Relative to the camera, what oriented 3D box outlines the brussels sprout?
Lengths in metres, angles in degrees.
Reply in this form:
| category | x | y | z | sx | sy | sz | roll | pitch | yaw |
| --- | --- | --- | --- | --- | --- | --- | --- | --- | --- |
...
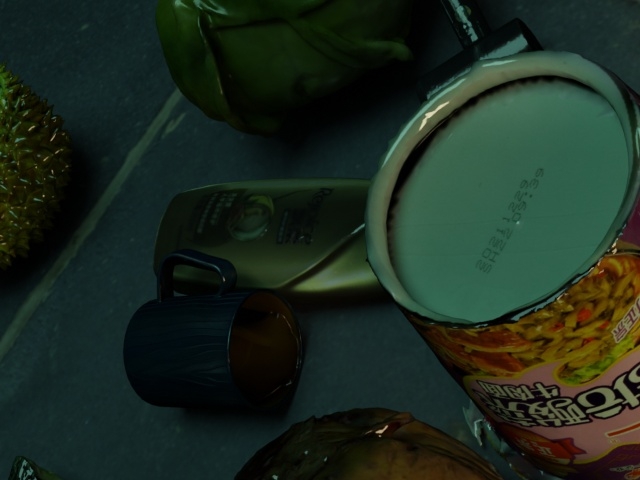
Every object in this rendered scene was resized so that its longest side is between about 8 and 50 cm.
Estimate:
| category | x | y | z | sx | sy | sz | roll | pitch | yaw |
| --- | --- | --- | --- | --- | --- | --- | --- | --- | --- |
| brussels sprout | -0.034 | -0.248 | 1.989 | 0.259 | 0.227 | 0.294 | -11 | 62 | 30 |

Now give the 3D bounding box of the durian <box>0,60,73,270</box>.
| category | x | y | z | sx | sy | sz | roll | pitch | yaw |
| --- | --- | --- | --- | --- | --- | --- | --- | --- | --- |
| durian | -0.372 | -0.069 | 2.163 | 0.237 | 0.176 | 0.200 | -48 | 55 | 8 |

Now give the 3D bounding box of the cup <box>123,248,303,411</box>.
| category | x | y | z | sx | sy | sz | roll | pitch | yaw |
| --- | --- | --- | --- | --- | --- | --- | --- | --- | --- |
| cup | -0.103 | 0.090 | 1.902 | 0.138 | 0.113 | 0.150 | -3 | 72 | 36 |

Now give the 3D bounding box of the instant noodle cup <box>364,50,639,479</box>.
| category | x | y | z | sx | sy | sz | roll | pitch | yaw |
| --- | --- | --- | --- | --- | --- | --- | --- | --- | --- |
| instant noodle cup | 0.204 | 0.020 | 1.619 | 0.339 | 0.266 | 0.340 | -18 | 55 | 27 |

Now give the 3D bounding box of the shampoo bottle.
| category | x | y | z | sx | sy | sz | roll | pitch | yaw |
| --- | --- | --- | --- | --- | --- | --- | --- | --- | --- |
| shampoo bottle | 0.000 | 0.000 | 1.908 | 0.350 | 0.084 | 0.126 | 0 | 64 | 36 |

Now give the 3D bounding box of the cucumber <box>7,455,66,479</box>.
| category | x | y | z | sx | sy | sz | roll | pitch | yaw |
| --- | --- | --- | --- | --- | --- | --- | --- | --- | --- |
| cucumber | -0.288 | 0.331 | 1.920 | 0.074 | 0.074 | 0.241 | -7 | 62 | 33 |

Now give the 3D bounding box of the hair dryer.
| category | x | y | z | sx | sy | sz | roll | pitch | yaw |
| --- | --- | --- | --- | --- | --- | --- | --- | --- | --- |
| hair dryer | 0.128 | -0.216 | 1.919 | 0.124 | 0.071 | 0.219 | -29 | 70 | 15 |

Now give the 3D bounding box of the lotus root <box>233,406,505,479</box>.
| category | x | y | z | sx | sy | sz | roll | pitch | yaw |
| --- | --- | --- | --- | --- | --- | --- | --- | --- | --- |
| lotus root | 0.032 | 0.243 | 1.628 | 0.272 | 0.192 | 0.272 | -41 | 17 | 15 |
